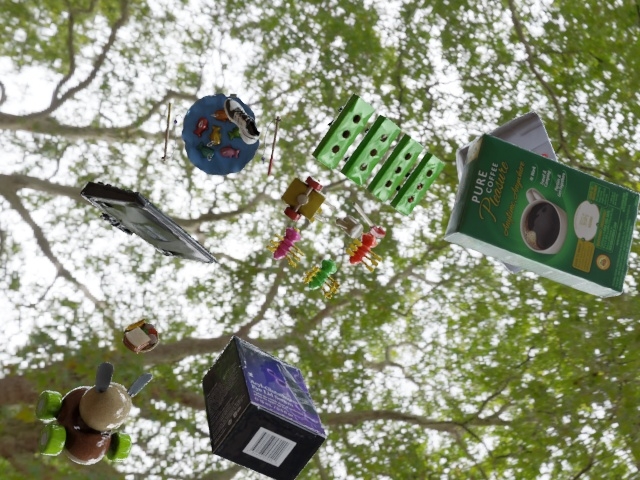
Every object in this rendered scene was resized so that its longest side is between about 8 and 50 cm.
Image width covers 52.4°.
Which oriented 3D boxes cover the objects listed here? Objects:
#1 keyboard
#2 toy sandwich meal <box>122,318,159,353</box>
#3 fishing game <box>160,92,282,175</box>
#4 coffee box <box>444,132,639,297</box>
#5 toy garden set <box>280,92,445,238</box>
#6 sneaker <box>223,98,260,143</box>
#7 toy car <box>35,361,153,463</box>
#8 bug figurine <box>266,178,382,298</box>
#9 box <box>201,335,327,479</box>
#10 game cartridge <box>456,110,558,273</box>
[{"bbox_3d":[-0.198,-0.019,0.745,0.108,0.180,0.023,9,-110,22],"label":"keyboard"},{"bbox_3d":[-0.396,0.209,1.436,0.086,0.085,0.029,61,-39,28],"label":"toy sandwich meal"},{"bbox_3d":[-0.225,-0.239,1.459,0.263,0.041,0.189,12,-84,5],"label":"fishing game"},{"bbox_3d":[0.226,-0.024,0.661,0.040,0.184,0.113,137,-29,-74],"label":"coffee box"},{"bbox_3d":[0.062,-0.095,1.031,0.204,0.244,0.049,-55,-135,8],"label":"toy garden set"},{"bbox_3d":[-0.126,-0.202,1.076,0.083,0.032,0.037,55,-30,-12],"label":"sneaker"},{"bbox_3d":[-0.390,0.287,1.161,0.188,0.155,0.149,-52,-139,19],"label":"toy car"},{"bbox_3d":[0.000,0.000,1.548,0.216,0.279,0.072,-48,-163,5],"label":"bug figurine"},{"bbox_3d":[-0.100,0.276,1.079,0.108,0.153,0.207,-54,-154,10],"label":"box"},{"bbox_3d":[0.394,-0.084,1.307,0.196,0.294,0.060,-27,-161,5],"label":"game cartridge"}]
